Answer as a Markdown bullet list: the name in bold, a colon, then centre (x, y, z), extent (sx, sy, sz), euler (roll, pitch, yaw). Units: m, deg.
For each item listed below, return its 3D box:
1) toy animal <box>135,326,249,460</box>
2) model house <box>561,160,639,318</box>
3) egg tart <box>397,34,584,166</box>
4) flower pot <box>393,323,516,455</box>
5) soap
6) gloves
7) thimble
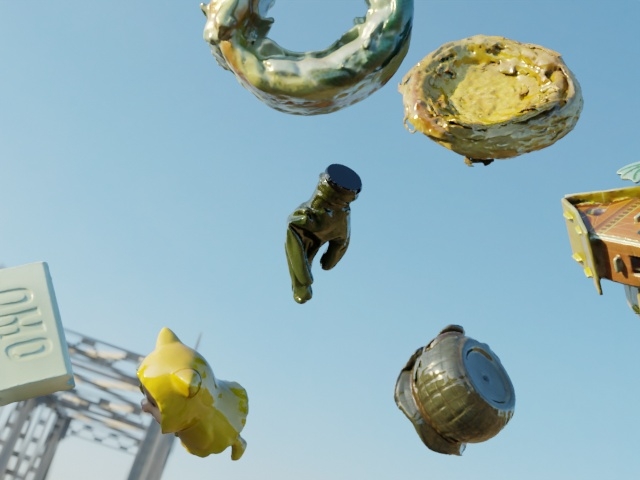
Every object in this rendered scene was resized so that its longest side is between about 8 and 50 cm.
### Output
- **toy animal**: centre (-0.191, 0.253, 1.434), extent (0.156, 0.156, 0.229), euler (1, -42, 35)
- **model house**: centre (0.663, 0.001, 1.818), extent (0.324, 0.340, 0.300), euler (17, -48, 53)
- **egg tart**: centre (0.264, -0.209, 1.454), extent (0.291, 0.290, 0.107), euler (10, -37, 18)
- **flower pot**: centre (0.344, 0.376, 2.324), extent (0.302, 0.301, 0.213), euler (31, -57, -32)
- **soap**: centre (-0.445, 0.137, 1.373), extent (0.119, 0.198, 0.066), euler (-12, -29, -18)
- **gloves**: centre (-0.005, -0.011, 1.599), extent (0.135, 0.268, 0.107), euler (0, 33, -34)
- **thimble**: centre (-0.014, -0.304, 1.246), extent (0.288, 0.254, 0.167), euler (-22, -6, -1)
